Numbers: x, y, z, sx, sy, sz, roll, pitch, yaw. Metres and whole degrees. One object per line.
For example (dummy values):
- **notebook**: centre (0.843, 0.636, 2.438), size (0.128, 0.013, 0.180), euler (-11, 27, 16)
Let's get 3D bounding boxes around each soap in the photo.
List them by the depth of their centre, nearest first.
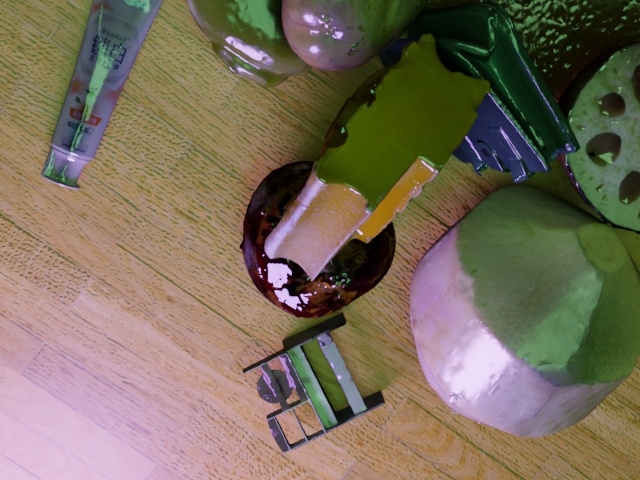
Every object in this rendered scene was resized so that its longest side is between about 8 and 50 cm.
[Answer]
- **soap**: centre (0.059, -0.094, 1.714), size (0.143, 0.281, 0.259), euler (41, 66, -1)

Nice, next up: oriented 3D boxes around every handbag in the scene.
- **handbag**: centre (0.203, -0.197, 1.827), size (0.089, 0.326, 0.238), euler (-38, 104, -10)

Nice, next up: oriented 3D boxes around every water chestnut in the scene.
- **water chestnut**: centre (0.000, 0.000, 1.914), size (0.223, 0.238, 0.224), euler (-4, 107, -15)

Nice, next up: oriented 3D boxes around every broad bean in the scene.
- **broad bean**: centre (-0.071, -0.360, 1.866), size (0.238, 0.119, 0.291), euler (-16, 107, -7)

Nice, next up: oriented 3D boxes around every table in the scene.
- **table**: centre (-0.012, 0.216, 2.048), size (0.175, 0.062, 0.146), euler (-25, 104, 1)

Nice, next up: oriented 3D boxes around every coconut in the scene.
- **coconut**: centre (0.301, 0.094, 1.922), size (0.352, 0.352, 0.353), euler (-1, 104, -4)

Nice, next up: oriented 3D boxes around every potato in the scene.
- **potato**: centre (0.055, -0.332, 1.777), size (0.141, 0.296, 0.192), euler (26, 130, 29)

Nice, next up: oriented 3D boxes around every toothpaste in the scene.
- **toothpaste**: centre (-0.312, -0.232, 1.916), size (0.100, 0.066, 0.323), euler (20, 97, -10)

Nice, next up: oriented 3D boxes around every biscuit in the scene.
- **biscuit**: centre (0.344, -0.306, 1.943), size (0.431, 0.064, 0.283), euler (20, 111, -8)

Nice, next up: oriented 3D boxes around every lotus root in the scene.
- **lotus root**: centre (0.431, -0.153, 1.869), size (0.272, 0.192, 0.272), euler (-2, 107, -6)
